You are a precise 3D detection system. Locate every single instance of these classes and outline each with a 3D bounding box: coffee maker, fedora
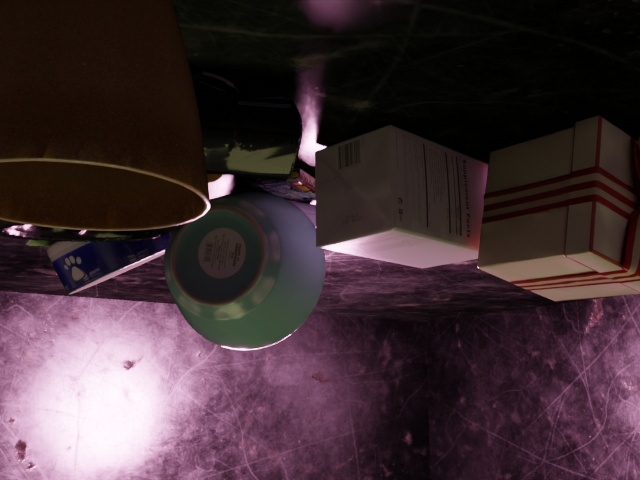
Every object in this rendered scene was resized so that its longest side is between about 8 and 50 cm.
[{"bbox_3d":[-0.121,-0.132,1.007,0.178,0.171,0.120,3,151,-19],"label":"coffee maker"},{"bbox_3d":[-0.398,-0.086,1.249,0.334,0.152,0.334,-3,173,0],"label":"fedora"}]

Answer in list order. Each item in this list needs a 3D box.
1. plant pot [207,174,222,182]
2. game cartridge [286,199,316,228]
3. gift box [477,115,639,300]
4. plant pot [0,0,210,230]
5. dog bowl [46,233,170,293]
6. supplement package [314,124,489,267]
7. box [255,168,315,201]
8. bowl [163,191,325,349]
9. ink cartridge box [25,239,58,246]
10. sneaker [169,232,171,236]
[{"bbox_3d":[-0.212,-0.128,1.251,0.081,0.081,0.083,-10,176,39],"label":"plant pot"},{"bbox_3d":[-0.094,-0.043,1.613,0.196,0.060,0.294,5,174,-27],"label":"game cartridge"},{"bbox_3d":[0.451,-0.043,1.233,0.276,0.255,0.258,15,163,-33],"label":"gift box"},{"bbox_3d":[-0.217,-0.156,0.695,0.237,0.254,0.237,1,167,0],"label":"plant pot"},{"bbox_3d":[-0.430,0.014,1.574,0.265,0.104,0.265,-24,-177,1],"label":"dog bowl"},{"bbox_3d":[0.153,-0.064,1.298,0.178,0.175,0.293,-14,162,43],"label":"supplement package"},{"bbox_3d":[-0.053,-0.106,1.453,0.094,0.027,0.137,-2,168,23],"label":"box"},{"bbox_3d":[-0.161,0.042,1.363,0.312,0.311,0.163,-3,169,14],"label":"bowl"},{"bbox_3d":[-0.537,-0.059,1.488,0.062,0.108,0.209,6,166,-29],"label":"ink cartridge box"},{"bbox_3d":[-0.149,0.015,1.535,0.296,0.104,0.147,13,173,11],"label":"sneaker"}]
